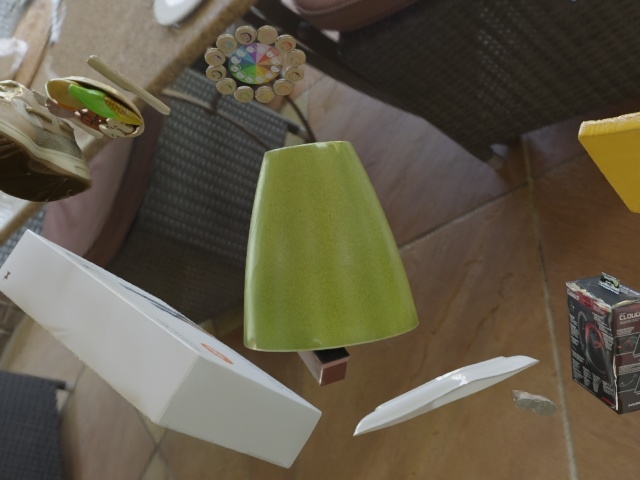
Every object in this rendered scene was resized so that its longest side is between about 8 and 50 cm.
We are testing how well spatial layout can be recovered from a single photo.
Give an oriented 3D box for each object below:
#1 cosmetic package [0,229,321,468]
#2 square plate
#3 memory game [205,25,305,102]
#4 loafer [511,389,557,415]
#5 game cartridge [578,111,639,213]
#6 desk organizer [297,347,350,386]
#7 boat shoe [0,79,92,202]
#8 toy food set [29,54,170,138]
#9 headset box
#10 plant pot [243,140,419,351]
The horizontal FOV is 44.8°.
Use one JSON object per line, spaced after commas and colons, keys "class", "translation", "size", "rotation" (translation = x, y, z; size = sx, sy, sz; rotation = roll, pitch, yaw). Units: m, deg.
{"class": "cosmetic package", "translation": [-0.216, 0.143, 1.028], "size": [0.377, 0.284, 0.097], "rotation": [27, 84, 36]}
{"class": "square plate", "translation": [0.291, 0.352, 1.814], "size": [0.347, 0.344, 0.049], "rotation": [-35, 68, 36]}
{"class": "memory game", "translation": [-0.117, -0.317, 1.415], "size": [0.186, 0.186, 0.012], "rotation": [-36, 45, 35]}
{"class": "loafer", "translation": [0.485, 0.364, 1.761], "size": [0.045, 0.125, 0.039], "rotation": [-56, 31, 23]}
{"class": "game cartridge", "translation": [0.663, -0.136, 1.364], "size": [0.324, 0.285, 0.052], "rotation": [-1, 59, 45]}
{"class": "desk organizer", "translation": [-0.009, 0.154, 1.170], "size": [0.130, 0.047, 0.050], "rotation": [51, 145, 43]}
{"class": "boat shoe", "translation": [-0.344, -0.117, 0.828], "size": [0.109, 0.302, 0.098], "rotation": [-16, 80, 9]}
{"class": "toy food set", "translation": [-0.285, -0.159, 0.967], "size": [0.192, 0.132, 0.038], "rotation": [-7, 58, 48]}
{"class": "headset box", "translation": [0.682, 0.224, 1.826], "size": [0.218, 0.110, 0.293], "rotation": [-133, 33, -74]}
{"class": "plant pot", "translation": [0.000, 0.000, 1.211], "size": [0.275, 0.275, 0.293], "rotation": [-4, 93, 52]}
